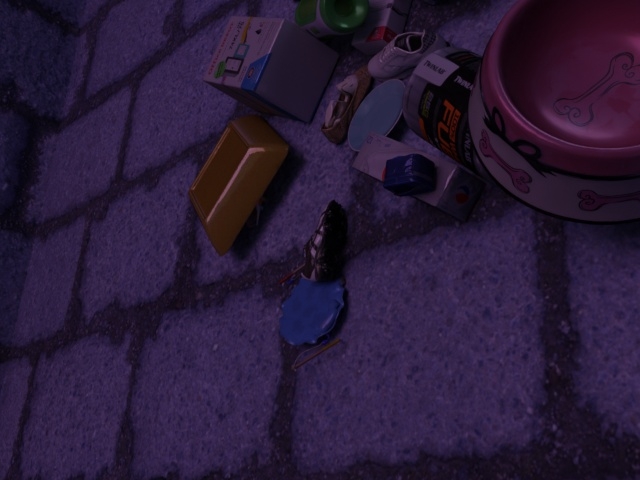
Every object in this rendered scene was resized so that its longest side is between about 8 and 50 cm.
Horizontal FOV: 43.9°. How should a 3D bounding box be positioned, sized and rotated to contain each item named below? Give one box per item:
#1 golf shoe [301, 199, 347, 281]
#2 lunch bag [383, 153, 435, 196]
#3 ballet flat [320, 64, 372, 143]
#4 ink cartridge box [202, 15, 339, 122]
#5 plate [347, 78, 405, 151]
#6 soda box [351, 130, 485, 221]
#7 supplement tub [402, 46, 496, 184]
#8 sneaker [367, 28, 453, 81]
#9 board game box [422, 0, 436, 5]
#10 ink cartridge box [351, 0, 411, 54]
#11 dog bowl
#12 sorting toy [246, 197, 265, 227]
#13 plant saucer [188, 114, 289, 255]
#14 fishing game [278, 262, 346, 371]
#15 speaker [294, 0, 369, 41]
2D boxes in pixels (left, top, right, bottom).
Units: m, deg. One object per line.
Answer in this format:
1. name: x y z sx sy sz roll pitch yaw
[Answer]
1. golf shoe: 0.000 0.000 1.770 0.094 0.077 0.198 -13 52 41
2. lunch bag: 0.164 -0.119 1.509 0.098 0.067 0.065 -11 65 46
3. ballet flat: 0.060 -0.333 1.890 0.073 0.067 0.206 18 85 52
4. ink cartridge box: -0.133 -0.448 2.063 0.270 0.197 0.198 23 89 52
5. plate: 0.133 -0.279 1.798 0.188 0.024 0.188 -37 37 34
6. soda box: 0.193 -0.135 1.617 0.286 0.098 0.091 33 97 50
7. supplement tub: 0.307 -0.223 1.454 0.193 0.194 0.316 -58 39 10
8. sneaker: 0.183 -0.421 1.775 0.235 0.095 0.090 -6 69 49
9. board game box: 0.295 -0.711 1.707 0.233 0.078 0.347 175 118 -88
10. ink cartridge box: 0.148 -0.528 1.890 0.109 0.063 0.150 7 77 51
11. dog bowl: 0.427 -0.236 1.205 0.408 0.150 0.407 -5 64 11
12. sorting toy: -0.173 -0.072 2.047 0.083 0.045 0.075 -13 73 55
13. plant saucer: -0.240 -0.168 2.090 0.332 0.081 0.332 -57 29 10
14. fishing game: -0.014 0.150 1.757 0.189 0.041 0.264 -38 41 20
15. speaker: 0.023 -0.555 1.934 0.131 0.131 0.296 -64 17 2
